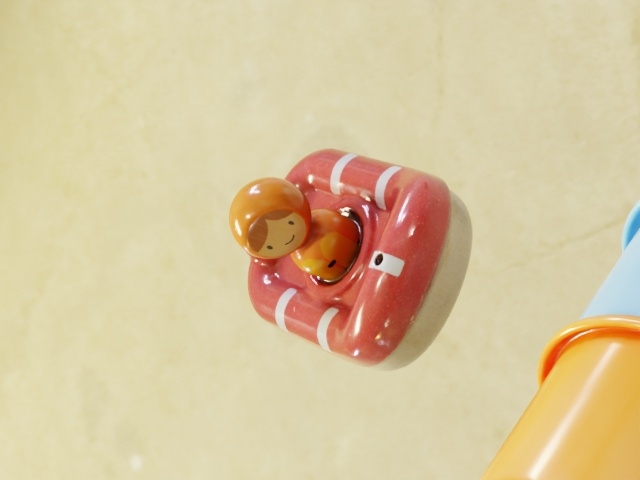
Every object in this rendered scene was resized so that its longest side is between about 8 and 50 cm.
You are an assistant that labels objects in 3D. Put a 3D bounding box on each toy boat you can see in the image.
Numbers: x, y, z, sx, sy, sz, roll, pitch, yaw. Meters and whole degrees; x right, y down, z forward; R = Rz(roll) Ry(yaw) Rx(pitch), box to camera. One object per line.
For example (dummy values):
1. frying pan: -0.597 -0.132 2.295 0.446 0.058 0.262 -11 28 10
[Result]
1. toy boat: 0.000 0.000 1.045 0.231 0.151 0.151 19 87 56

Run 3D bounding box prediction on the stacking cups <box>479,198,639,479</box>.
1. stacking cups: 0.120 0.036 0.418 0.096 0.316 0.096 25 144 19
